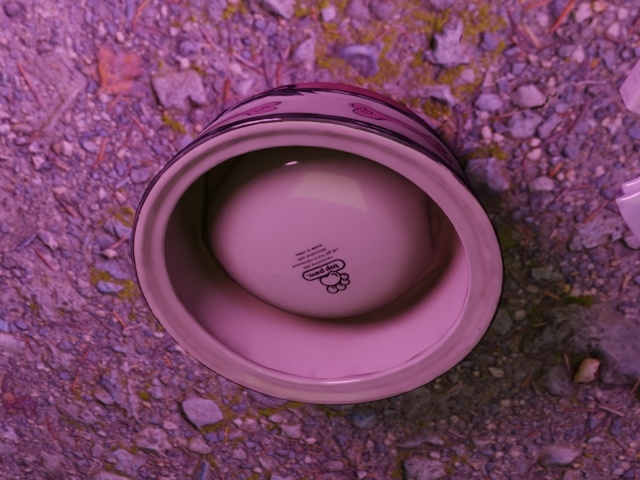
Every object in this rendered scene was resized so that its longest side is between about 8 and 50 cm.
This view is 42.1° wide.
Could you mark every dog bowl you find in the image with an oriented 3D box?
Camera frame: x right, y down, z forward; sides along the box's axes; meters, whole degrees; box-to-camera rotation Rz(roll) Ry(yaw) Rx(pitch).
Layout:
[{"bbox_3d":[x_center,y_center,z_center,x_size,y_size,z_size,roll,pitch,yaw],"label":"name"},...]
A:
[{"bbox_3d":[0.000,0.000,0.962,0.408,0.150,0.408,3,128,4],"label":"dog bowl"}]

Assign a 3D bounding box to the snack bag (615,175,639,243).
[{"bbox_3d":[0.570,0.000,0.982,0.323,0.037,0.342,-28,116,24],"label":"snack bag"}]

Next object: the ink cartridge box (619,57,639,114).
[{"bbox_3d":[0.388,-0.183,0.871,0.088,0.052,0.122,21,126,-7],"label":"ink cartridge box"}]
